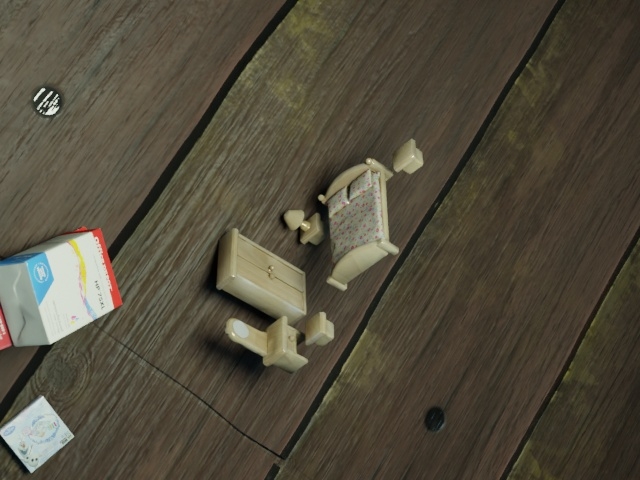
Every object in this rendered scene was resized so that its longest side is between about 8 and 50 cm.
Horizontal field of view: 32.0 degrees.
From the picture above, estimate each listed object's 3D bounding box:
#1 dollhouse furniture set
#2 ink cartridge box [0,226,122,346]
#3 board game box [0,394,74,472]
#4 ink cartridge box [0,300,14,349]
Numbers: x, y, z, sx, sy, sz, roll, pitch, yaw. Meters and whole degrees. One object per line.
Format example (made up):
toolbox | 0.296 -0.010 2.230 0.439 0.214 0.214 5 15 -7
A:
dollhouse furniture set | 0.000 0.000 1.879 0.174 0.355 0.303 31 38 -30
ink cartridge box | -0.396 0.064 1.748 0.231 0.078 0.134 -34 112 -59
board game box | -0.463 0.314 1.812 0.090 0.020 0.090 -40 112 -23
ink cartridge box | -0.623 0.108 1.647 0.273 0.114 0.197 -22 104 -28
